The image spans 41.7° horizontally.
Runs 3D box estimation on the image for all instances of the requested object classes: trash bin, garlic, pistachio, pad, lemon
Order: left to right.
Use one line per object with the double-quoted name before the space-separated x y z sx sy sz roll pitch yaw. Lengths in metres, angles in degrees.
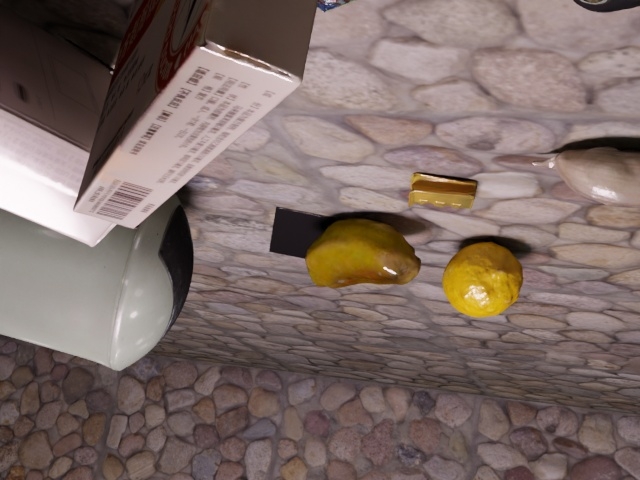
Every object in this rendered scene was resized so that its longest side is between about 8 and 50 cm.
"trash bin" -0.400 0.015 1.214 0.432 0.280 0.280 14 163 -3
"pad" 0.000 0.000 1.384 0.170 0.006 0.245 10 163 -3
"pistachio" 0.061 0.017 1.248 0.189 0.100 0.110 -3 124 37
"lemon" 0.242 0.060 1.263 0.114 0.114 0.155 12 168 -6
"garlic" 0.309 -0.065 0.892 0.152 0.066 0.084 7 165 1

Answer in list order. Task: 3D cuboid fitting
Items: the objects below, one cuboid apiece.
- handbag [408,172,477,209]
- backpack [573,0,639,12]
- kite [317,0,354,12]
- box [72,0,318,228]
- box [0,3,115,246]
"handbag" 0.154 -0.059 1.068 0.083 0.027 0.061 8 163 5
"backpack" 0.155 -0.195 0.486 0.165 0.105 0.120 23 155 -28
"kite" 0.002 -0.212 0.693 0.122 0.004 0.090 11 164 -3
"box" -0.089 -0.149 0.590 0.069 0.214 0.353 18 162 -23
"box" -0.295 -0.131 0.770 0.106 0.203 0.252 -43 137 17
